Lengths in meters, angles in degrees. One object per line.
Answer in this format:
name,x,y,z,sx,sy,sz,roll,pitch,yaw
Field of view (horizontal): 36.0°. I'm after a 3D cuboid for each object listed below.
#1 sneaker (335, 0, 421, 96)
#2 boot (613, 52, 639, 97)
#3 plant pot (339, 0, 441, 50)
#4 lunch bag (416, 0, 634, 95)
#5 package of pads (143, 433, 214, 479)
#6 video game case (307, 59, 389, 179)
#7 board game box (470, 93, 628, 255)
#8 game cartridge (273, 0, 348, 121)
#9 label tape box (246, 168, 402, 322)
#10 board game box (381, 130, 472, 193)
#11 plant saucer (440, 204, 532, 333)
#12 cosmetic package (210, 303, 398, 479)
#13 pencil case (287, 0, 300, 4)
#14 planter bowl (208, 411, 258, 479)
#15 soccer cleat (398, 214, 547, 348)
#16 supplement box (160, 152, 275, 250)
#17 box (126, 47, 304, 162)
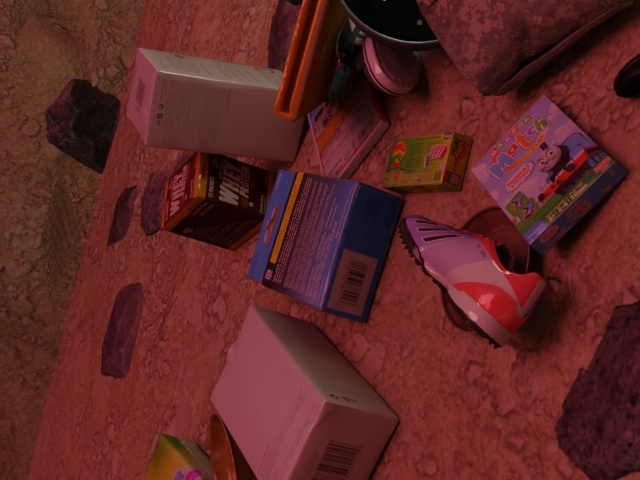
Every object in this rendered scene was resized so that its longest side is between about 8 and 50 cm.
sneaker,0.108,-0.353,1.881,0.127,0.126,0.321,-45,27,33
boot,0.444,-0.207,1.283,0.121,0.045,0.099,-49,39,35
plant pot,0.162,-0.455,1.728,0.195,0.290,0.290,85,-161,-83
lunch bag,0.300,-0.386,1.465,0.305,0.213,0.256,-34,74,48
package of pads,-0.299,0.573,2.096,0.296,0.101,0.229,22,93,63
video game case,0.050,-0.257,2.029,0.204,0.025,0.285,-52,35,34
board game box,0.320,-0.099,1.411,0.160,0.039,0.211,-47,34,15
game cartridge,0.000,-0.389,1.903,0.323,0.053,0.285,-56,-16,-72
label tape box,0.000,0.000,1.885,0.334,0.106,0.240,17,90,62
board game box,0.182,-0.132,1.703,0.181,0.043,0.092,2,75,61
plant saucer,0.256,0.046,1.479,0.199,0.036,0.198,-38,43,47
cosmetic package,-0.044,0.295,1.748,0.217,0.156,0.385,-65,28,12
pencil case,-0.039,-0.635,2.361,0.152,0.065,0.070,-41,57,44
planter bowl,-0.144,0.428,1.882,0.217,0.090,0.217,172,90,-72
soccer cleat,0.216,0.032,1.434,0.116,0.109,0.318,-45,31,7
supplement box,-0.236,-0.091,2.262,0.191,0.194,0.129,-35,46,49
box,-0.232,-0.301,2.192,0.215,0.346,0.168,-131,50,-58
